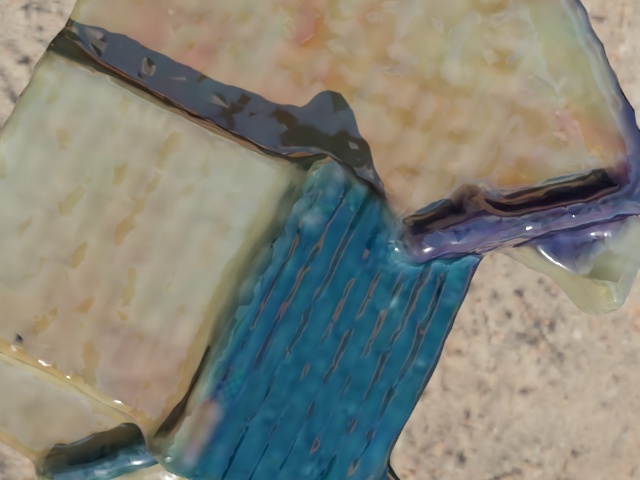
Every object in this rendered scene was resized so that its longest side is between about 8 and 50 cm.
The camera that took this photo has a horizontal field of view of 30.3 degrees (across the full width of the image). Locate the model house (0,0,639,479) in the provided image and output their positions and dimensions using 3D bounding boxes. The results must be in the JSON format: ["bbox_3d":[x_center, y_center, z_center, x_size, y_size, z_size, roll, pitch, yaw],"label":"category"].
[{"bbox_3d":[0.000,0.000,0.583,0.312,0.280,0.245,-64,-178,-8],"label":"model house"}]
